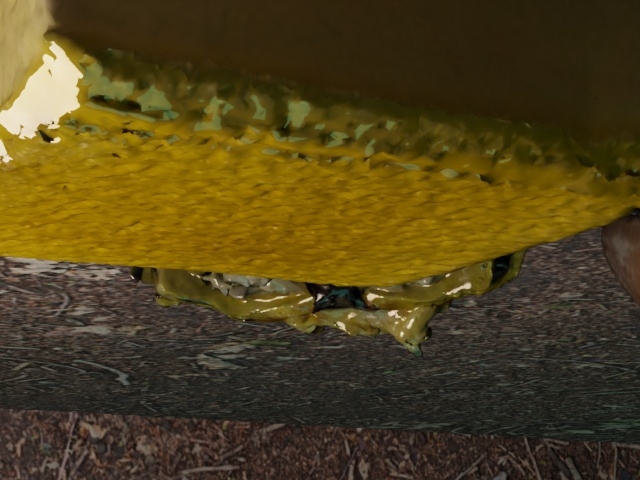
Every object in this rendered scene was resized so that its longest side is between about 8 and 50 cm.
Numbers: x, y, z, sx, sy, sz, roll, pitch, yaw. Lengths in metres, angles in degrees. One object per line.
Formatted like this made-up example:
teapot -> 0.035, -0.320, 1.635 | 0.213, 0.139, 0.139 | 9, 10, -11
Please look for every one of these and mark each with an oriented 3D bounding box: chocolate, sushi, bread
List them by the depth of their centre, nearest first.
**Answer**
bread -> -0.030, -0.070, 0.820 | 0.333, 0.143, 0.323 | 6, 167, -29
sushi -> 0.003, 0.002, 1.170 | 0.291, 0.139, 0.131 | -3, 160, 16
chocolate -> 0.287, 0.037, 1.256 | 0.161, 0.083, 0.261 | 19, -175, -3
